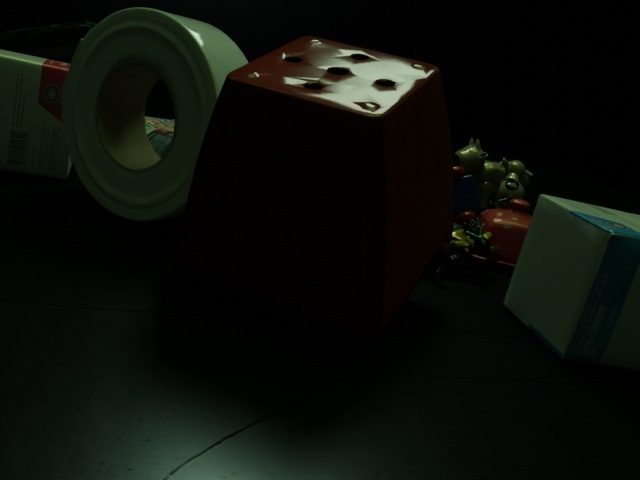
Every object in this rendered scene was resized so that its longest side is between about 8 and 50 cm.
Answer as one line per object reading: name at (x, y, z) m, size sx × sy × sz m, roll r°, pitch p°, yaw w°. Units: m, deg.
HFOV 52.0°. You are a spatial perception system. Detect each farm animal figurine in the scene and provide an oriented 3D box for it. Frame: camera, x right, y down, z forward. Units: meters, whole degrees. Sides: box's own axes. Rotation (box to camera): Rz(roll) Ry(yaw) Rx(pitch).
farm animal figurine at (0.407, -0.153, 1.611) m, size 0.326 × 0.172 × 0.330 m, roll 0°, pitch 20°, yaw -42°

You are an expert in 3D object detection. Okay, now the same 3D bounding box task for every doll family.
doll family at (0.207, 0.009, 1.035) m, size 0.192 × 0.076 × 0.111 m, roll -16°, pitch 26°, yaw -25°

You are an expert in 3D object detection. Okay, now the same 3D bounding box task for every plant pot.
plant pot at (0.012, -0.088, 0.768) m, size 0.267 × 0.236 × 0.267 m, roll 20°, pitch 36°, yaw 21°

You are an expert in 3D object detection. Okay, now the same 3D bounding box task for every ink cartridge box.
ink cartridge box at (-0.496, -0.202, 0.997) m, size 0.237 × 0.172 × 0.100 m, roll 8°, pitch 16°, yaw -19°
ink cartridge box at (0.399, 0.059, 0.852) m, size 0.232 × 0.168 × 0.171 m, roll 10°, pitch 16°, yaw -14°

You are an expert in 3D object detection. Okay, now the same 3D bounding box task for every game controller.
game controller at (-0.491, -0.260, 1.080) m, size 0.318 × 0.167 × 0.067 m, roll -12°, pitch 40°, yaw -10°

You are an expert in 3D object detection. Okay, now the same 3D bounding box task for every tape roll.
tape roll at (-0.225, -0.171, 0.913) m, size 0.286 × 0.286 × 0.100 m, roll 21°, pitch 17°, yaw 25°

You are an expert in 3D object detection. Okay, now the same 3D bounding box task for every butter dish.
butter dish at (0.340, -0.016, 1.169) m, size 0.159 × 0.118 × 0.160 m, roll 15°, pitch 15°, yaw 0°

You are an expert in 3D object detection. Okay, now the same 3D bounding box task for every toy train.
toy train at (0.161, -0.058, 1.236) m, size 0.247 × 0.105 × 0.143 m, roll -14°, pitch -2°, yaw -3°

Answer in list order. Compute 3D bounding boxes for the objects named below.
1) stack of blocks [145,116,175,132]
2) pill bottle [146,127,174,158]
stack of blocks at (-0.274, -0.175, 1.257) m, size 0.297 × 0.087 × 0.171 m, roll 0°, pitch 21°, yaw -42°
pill bottle at (-0.243, -0.120, 1.049) m, size 0.180 × 0.108 × 0.108 m, roll 21°, pitch 17°, yaw 24°
